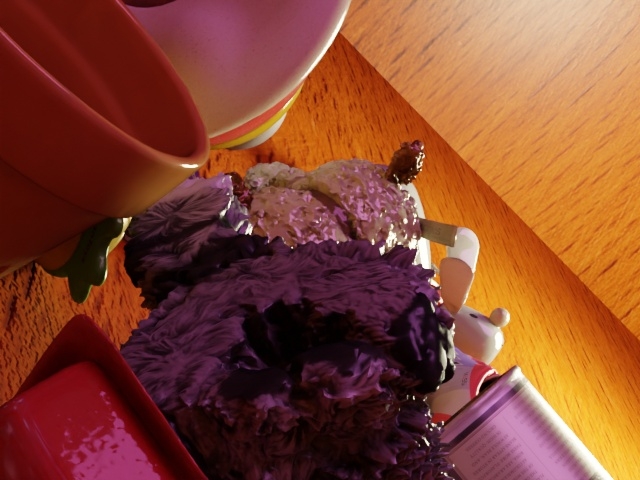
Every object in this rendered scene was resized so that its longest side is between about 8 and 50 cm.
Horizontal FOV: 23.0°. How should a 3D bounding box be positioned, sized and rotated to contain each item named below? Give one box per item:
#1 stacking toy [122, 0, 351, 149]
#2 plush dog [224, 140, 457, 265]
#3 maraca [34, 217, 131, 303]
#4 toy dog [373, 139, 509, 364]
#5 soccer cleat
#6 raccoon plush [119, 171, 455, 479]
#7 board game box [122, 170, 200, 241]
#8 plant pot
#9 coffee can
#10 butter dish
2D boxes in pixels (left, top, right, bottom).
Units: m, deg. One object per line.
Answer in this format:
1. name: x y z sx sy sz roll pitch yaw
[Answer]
1. stacking toy: -0.123 -0.202 1.518 0.350 0.350 0.480 52 -4 14
2. plush dog: 0.000 0.000 1.665 0.262 0.210 0.225 49 40 9
3. maraca: -0.188 -0.028 1.209 0.099 0.127 0.185 8 21 -29
4. toy dog: 0.147 -0.001 2.116 0.334 0.161 0.220 43 15 -21
5. soccer cleat: 0.169 0.180 1.774 0.108 0.116 0.318 46 14 -11
6. raccoon plush: 0.009 0.146 1.076 0.446 0.216 0.299 -97 169 -65
7. board game box: -0.203 -0.107 1.568 0.208 0.056 0.347 35 18 -30
8. plant pot: -0.247 -0.095 1.053 0.291 0.203 0.291 46 14 -15
9. coffee can: 0.185 0.276 1.374 0.275 0.201 0.201 50 14 7
10. butter dish: -0.152 0.150 0.853 0.118 0.160 0.160 -16 62 -50
